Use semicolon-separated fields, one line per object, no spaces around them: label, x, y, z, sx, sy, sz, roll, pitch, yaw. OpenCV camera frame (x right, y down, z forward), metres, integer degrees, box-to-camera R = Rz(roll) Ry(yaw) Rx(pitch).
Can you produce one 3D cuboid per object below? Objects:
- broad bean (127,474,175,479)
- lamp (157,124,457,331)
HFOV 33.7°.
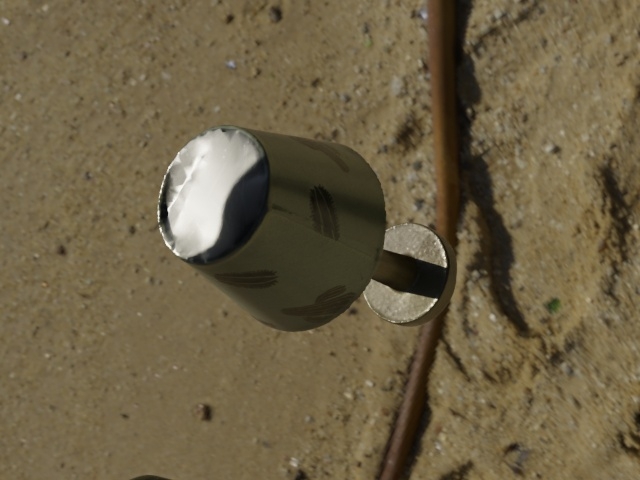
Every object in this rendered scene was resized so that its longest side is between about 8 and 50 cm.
broad bean;-0.010;0.174;0.434;0.256;0.053;0.052;30;75;41
lamp;0.000;0.000;0.656;0.121;0.215;0.121;-10;72;34
